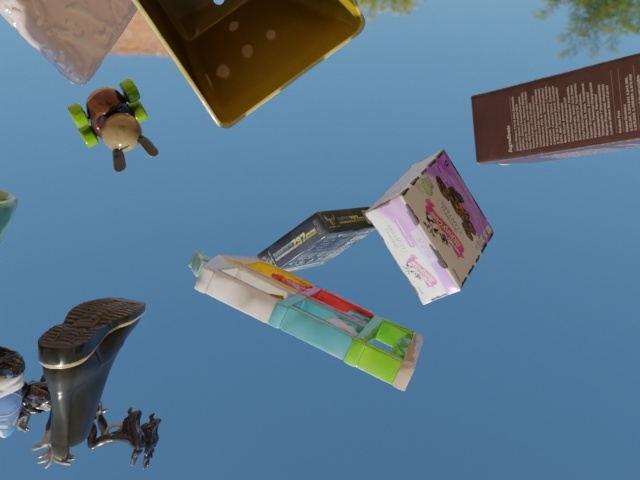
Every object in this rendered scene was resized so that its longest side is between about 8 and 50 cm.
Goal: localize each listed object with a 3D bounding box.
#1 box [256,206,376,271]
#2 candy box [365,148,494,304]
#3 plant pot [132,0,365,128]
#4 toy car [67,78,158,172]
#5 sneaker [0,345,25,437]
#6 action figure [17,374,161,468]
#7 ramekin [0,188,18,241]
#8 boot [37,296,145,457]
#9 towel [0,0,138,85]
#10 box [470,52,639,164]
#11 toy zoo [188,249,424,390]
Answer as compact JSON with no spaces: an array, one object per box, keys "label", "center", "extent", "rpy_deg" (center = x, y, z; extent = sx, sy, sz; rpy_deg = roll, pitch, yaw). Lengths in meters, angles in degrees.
[{"label":"box","center":[0.000,0.000,1.515],"extent":[0.232,0.183,0.059],"rpy_deg":[-9,-114,-57]},{"label":"candy box","center":[0.173,-0.025,1.065],"extent":[0.070,0.165,0.196],"rpy_deg":[-26,-169,37]},{"label":"plant pot","center":[-0.112,-0.298,0.815],"extent":[0.212,0.212,0.187],"rpy_deg":[-37,-139,-5]},{"label":"toy car","center":[-0.441,-0.235,1.556],"extent":[0.155,0.149,0.188],"rpy_deg":[-30,-113,-14]},{"label":"sneaker","center":[-0.361,0.157,0.597],"extent":[0.211,0.081,0.080],"rpy_deg":[-9,-154,-28]},{"label":"action figure","center":[-0.413,0.302,1.145],"extent":[0.275,0.164,0.141],"rpy_deg":[17,-102,6]},{"label":"ramekin","center":[-0.461,0.003,0.666],"extent":[0.303,0.148,0.303],"rpy_deg":[13,-176,-1]},{"label":"boot","center":[-0.278,0.156,0.854],"extent":[0.076,0.137,0.198],"rpy_deg":[7,-166,14]},{"label":"towel","center":[-0.405,-0.441,1.019],"extent":[0.053,0.332,0.317],"rpy_deg":[-15,-137,35]},{"label":"box","center":[0.471,-0.219,1.206],"extent":[0.191,0.143,0.381],"rpy_deg":[-7,180,-41]},{"label":"toy zoo","center":[-0.022,0.077,0.820],"extent":[0.293,0.030,0.192],"rpy_deg":[25,-174,10]}]
